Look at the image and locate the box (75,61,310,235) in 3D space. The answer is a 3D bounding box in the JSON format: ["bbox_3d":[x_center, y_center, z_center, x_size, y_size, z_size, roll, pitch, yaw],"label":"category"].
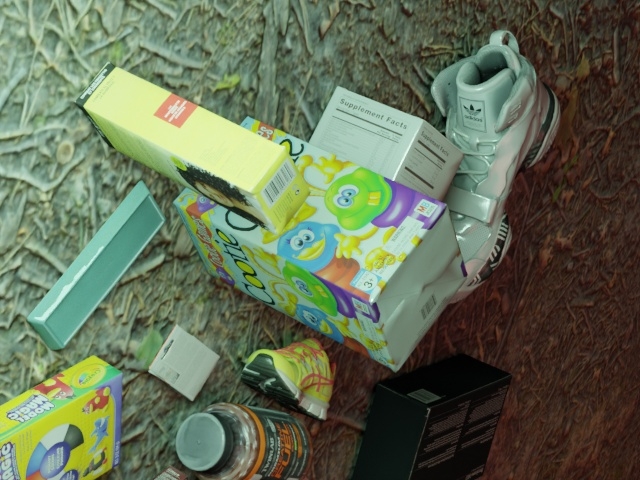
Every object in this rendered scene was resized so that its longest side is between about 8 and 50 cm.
[{"bbox_3d":[-0.123,-0.089,1.427,0.058,0.232,0.087,-53,147,-15],"label":"box"}]

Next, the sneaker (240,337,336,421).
[{"bbox_3d":[-0.035,0.162,1.914,0.094,0.081,0.208,-67,157,-11],"label":"sneaker"}]

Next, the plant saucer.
[{"bbox_3d":[-0.228,0.028,1.564,0.192,0.018,0.067,-54,148,-20],"label":"plant saucer"}]

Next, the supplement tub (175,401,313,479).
[{"bbox_3d":[-0.096,0.255,1.846,0.198,0.106,0.106,21,94,-60],"label":"supplement tub"}]

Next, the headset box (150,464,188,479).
[{"bbox_3d":[-0.193,0.317,1.813,0.083,0.032,0.062,-35,139,-42],"label":"headset box"}]

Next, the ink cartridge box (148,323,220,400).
[{"bbox_3d":[-0.165,0.137,1.730,0.063,0.029,0.115,-58,148,-10],"label":"ink cartridge box"}]

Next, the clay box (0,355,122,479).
[{"bbox_3d":[-0.301,0.223,1.556,0.222,0.053,0.127,-31,136,-45],"label":"clay box"}]

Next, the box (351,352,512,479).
[{"bbox_3d":[0.171,0.293,2.296,0.261,0.103,0.184,-11,117,-55],"label":"box"}]

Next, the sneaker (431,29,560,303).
[{"bbox_3d":[0.198,-0.105,2.022,0.366,0.137,0.210,-61,149,-16],"label":"sneaker"}]

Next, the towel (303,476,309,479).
[{"bbox_3d":[-0.042,0.487,2.053,0.237,0.037,0.329,-58,144,-29],"label":"towel"}]

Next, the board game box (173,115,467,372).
[{"bbox_3d":[0.000,0.000,1.641,0.144,0.275,0.142,-51,147,-21],"label":"board game box"}]

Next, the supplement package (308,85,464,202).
[{"bbox_3d":[0.047,-0.039,1.821,0.244,0.139,0.134,-63,148,-2],"label":"supplement package"}]
